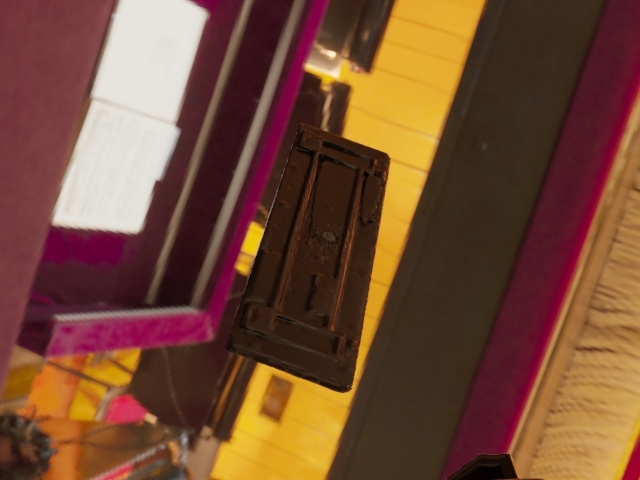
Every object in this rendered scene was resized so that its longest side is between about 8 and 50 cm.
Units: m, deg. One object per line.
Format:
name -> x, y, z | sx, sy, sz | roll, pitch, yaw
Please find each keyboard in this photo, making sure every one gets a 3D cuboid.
keyboard -> 0.000, 0.000, 0.557 | 0.204, 0.061, 0.013 | -76, -172, -54

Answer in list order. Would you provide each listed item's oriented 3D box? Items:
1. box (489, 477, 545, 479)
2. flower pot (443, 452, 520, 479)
box -> 0.171, 0.263, 1.070 | 0.025, 0.115, 0.048 | -86, 168, -57
flower pot -> 0.186, 0.366, 1.215 | 0.179, 0.084, 0.251 | -39, -162, 12
